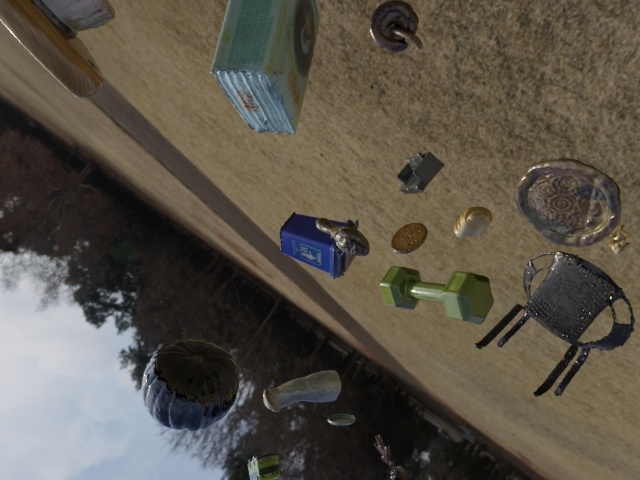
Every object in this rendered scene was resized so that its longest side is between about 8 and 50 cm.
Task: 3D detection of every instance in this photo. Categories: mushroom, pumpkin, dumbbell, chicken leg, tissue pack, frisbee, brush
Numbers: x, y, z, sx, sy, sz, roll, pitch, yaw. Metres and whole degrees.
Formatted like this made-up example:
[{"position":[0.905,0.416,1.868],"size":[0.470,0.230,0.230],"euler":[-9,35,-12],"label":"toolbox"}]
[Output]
[{"position":[-0.053,0.433,1.261],"size":[0.092,0.224,0.081],"euler":[92,164,-50],"label":"mushroom"},{"position":[-0.488,0.541,1.670],"size":[0.364,0.265,0.363],"euler":[13,-159,-5],"label":"pumpkin"},{"position":[0.223,-0.600,1.251],"size":[0.170,0.135,0.080],"euler":[44,-152,11],"label":"mushroom"},{"position":[0.270,0.125,1.065],"size":[0.108,0.121,0.302],"euler":[45,161,-21],"label":"dumbbell"},{"position":[0.054,-0.019,1.200],"size":[0.085,0.068,0.198],"euler":[3,-158,-43],"label":"chicken leg"},{"position":[-0.121,-0.508,1.110],"size":[0.162,0.387,0.287],"euler":[7,166,14],"label":"tissue pack"},{"position":[0.084,0.703,1.720],"size":[0.110,0.014,0.110],"euler":[-2,176,0],"label":"frisbee"},{"position":[-0.484,-0.420,0.840],"size":[0.266,0.166,0.174],"euler":[55,180,-10],"label":"brush"}]

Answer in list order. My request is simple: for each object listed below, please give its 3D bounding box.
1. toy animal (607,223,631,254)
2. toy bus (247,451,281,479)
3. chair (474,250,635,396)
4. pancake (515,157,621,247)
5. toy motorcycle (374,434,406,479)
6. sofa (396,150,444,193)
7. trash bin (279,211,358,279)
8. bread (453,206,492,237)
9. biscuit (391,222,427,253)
[{"position":[0.896,-0.001,1.317],"size":[0.061,0.080,0.083],"euler":[0,165,36],"label":"toy animal"},{"position":[-0.203,0.826,1.585],"size":[0.088,0.101,0.175],"euler":[-1,148,-22],"label":"toy bus"},{"position":[0.370,0.130,0.694],"size":[0.149,0.213,0.174],"euler":[14,-157,-49],"label":"chair"},{"position":[0.586,-0.091,1.058],"size":[0.250,0.031,0.250],"euler":[38,152,24],"label":"pancake"},{"position":[0.231,0.689,1.085],"size":[0.400,0.134,0.207],"euler":[55,142,11],"label":"toy motorcycle"},{"position":[0.220,-0.158,1.028],"size":[0.060,0.085,0.147],"euler":[38,-179,-7],"label":"sofa"},{"position":[0.000,0.000,1.450],"size":[0.235,0.184,0.162],"euler":[16,133,19],"label":"trash bin"},{"position":[0.599,-0.071,1.718],"size":[0.120,0.084,0.177],"euler":[5,153,-1],"label":"bread"},{"position":[0.420,-0.009,2.076],"size":[0.188,0.187,0.027],"euler":[17,154,54],"label":"biscuit"}]
